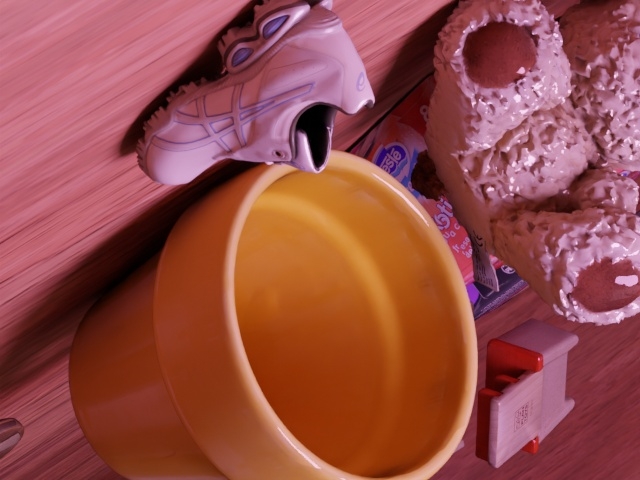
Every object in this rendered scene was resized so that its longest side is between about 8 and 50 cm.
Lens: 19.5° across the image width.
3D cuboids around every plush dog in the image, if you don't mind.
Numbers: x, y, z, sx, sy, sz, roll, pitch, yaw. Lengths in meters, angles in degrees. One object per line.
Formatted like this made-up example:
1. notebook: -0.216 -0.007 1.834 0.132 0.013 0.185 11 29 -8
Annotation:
1. plush dog: 0.197 -0.092 1.401 0.225 0.262 0.210 -31 -169 -16

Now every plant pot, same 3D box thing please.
1. plant pot: -0.053 0.083 1.380 0.239 0.254 0.254 -20 -174 43

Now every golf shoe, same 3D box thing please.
1. golf shoe: -0.038 -0.062 1.030 0.069 0.086 0.176 -31 174 -43

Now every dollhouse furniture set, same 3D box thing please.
1. dollhouse furniture set: 0.090 0.103 1.684 0.135 0.259 0.262 -30 129 -44

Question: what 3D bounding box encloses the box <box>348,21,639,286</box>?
1. box: 0.177 -0.084 1.627 0.300 0.154 0.142 -26 167 -48

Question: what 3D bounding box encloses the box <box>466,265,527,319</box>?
1. box: 0.173 -0.025 1.924 0.143 0.165 0.270 -38 173 17

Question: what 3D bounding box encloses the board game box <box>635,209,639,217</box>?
1. board game box: 0.419 -0.040 1.871 0.224 0.097 0.303 -32 173 -10

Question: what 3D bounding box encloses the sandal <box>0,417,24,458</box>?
1. sandal: -0.312 0.163 1.409 0.180 0.049 0.072 -18 162 -18
